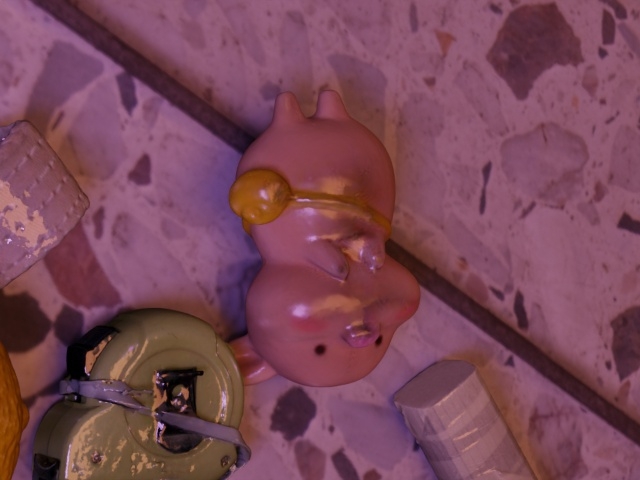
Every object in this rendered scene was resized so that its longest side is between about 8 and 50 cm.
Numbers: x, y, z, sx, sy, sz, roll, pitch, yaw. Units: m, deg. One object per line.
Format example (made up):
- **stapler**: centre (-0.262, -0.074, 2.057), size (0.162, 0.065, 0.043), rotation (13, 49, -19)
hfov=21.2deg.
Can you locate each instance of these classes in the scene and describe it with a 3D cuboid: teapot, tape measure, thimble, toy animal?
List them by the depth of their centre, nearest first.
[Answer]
- **thimble**: centre (-0.243, -0.026, 1.285), size (0.090, 0.102, 0.115), rotation (51, 52, -20)
- **tape measure**: centre (-0.133, 0.131, 1.366), size (0.177, 0.087, 0.154), rotation (7, 86, -35)
- **toy animal**: centre (-0.003, 0.000, 1.418), size (0.165, 0.149, 0.248), rotation (-3, 100, -17)
- **teapot**: centre (0.136, 0.218, 1.549), size (0.107, 0.077, 0.200), rotation (-38, 110, -23)

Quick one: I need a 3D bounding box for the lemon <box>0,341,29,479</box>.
- **lemon**: centre (-0.320, 0.124, 1.165), size (0.253, 0.228, 0.228), rotation (25, 77, -32)
